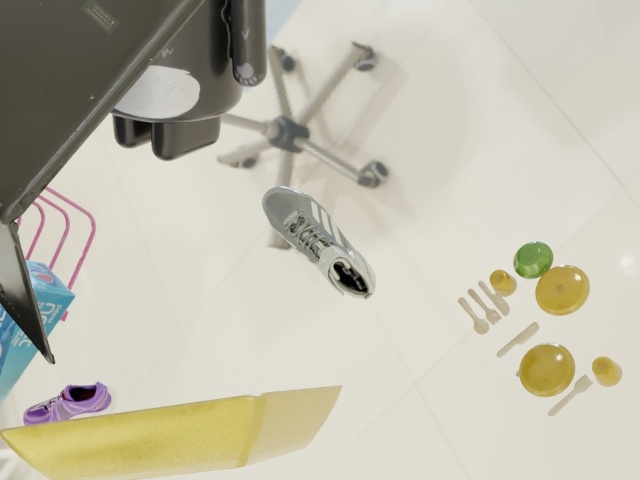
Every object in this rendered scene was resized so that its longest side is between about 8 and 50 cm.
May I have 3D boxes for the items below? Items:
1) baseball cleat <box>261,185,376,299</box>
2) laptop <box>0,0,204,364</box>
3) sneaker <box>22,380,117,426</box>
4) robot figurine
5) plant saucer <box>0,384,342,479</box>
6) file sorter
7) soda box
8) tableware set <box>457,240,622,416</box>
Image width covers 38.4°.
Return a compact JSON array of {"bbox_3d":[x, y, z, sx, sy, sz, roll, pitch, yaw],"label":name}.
[{"bbox_3d":[0.000,0.000,1.251,0.206,0.109,0.072,40,95,1],"label":"baseball cleat"},{"bbox_3d":[-0.316,-0.156,0.928,0.382,0.236,0.408,44,95,21],"label":"laptop"},{"bbox_3d":[-0.431,0.272,1.555,0.170,0.071,0.068,-19,44,8],"label":"sneaker"},{"bbox_3d":[-0.164,-0.232,0.991,0.173,0.209,0.278,-102,14,-64],"label":"robot figurine"},{"bbox_3d":[-0.166,0.245,1.151,0.333,0.333,0.080,-10,79,16],"label":"plant saucer"},{"bbox_3d":[-0.547,-0.007,1.511,0.291,0.202,0.182,8,69,36],"label":"file sorter"},{"bbox_3d":[-0.381,0.124,1.068,0.067,0.071,0.210,39,99,26],"label":"soda box"},{"bbox_3d":[0.195,0.071,0.788,0.104,0.024,0.154,-42,48,7],"label":"tableware set"}]
